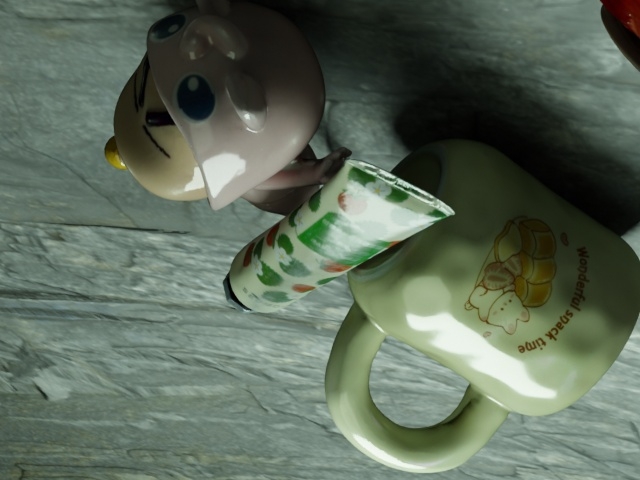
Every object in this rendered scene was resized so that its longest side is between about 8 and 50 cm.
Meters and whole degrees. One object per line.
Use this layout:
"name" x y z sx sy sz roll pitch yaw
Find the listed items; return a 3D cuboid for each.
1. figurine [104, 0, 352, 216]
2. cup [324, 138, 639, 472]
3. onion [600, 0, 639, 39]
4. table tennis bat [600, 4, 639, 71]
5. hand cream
"figurine" -0.076 -0.078 1.547 0.186 0.176 0.287 -27 160 -2
"cup" 0.113 0.053 1.590 0.202 0.173 0.255 33 119 -21
"onion" 0.278 -0.153 1.211 0.230 0.163 0.230 9 153 5
"table tennis bat" 0.216 -0.076 1.334 0.107 0.170 0.119 22 123 -30
"hand cream" 0.000 0.000 1.522 0.095 0.059 0.276 26 151 -18
